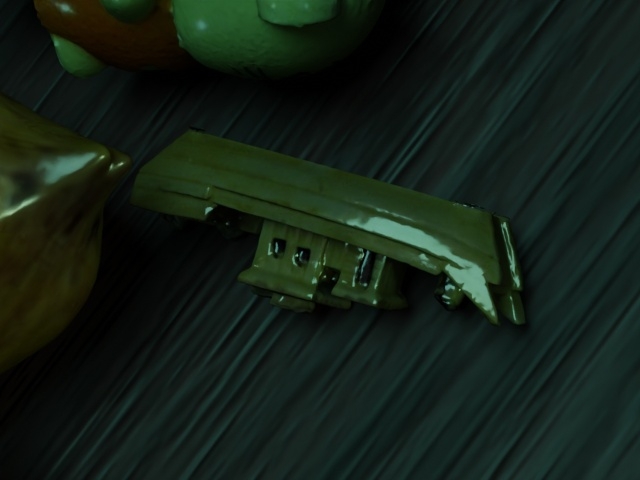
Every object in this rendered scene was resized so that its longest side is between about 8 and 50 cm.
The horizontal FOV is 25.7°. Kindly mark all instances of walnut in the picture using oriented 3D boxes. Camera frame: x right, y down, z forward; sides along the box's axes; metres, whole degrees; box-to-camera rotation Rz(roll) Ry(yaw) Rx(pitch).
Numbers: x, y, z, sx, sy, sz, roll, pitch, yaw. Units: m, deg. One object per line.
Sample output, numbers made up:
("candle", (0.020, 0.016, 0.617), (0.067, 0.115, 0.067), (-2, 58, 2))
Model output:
("walnut", (-0.237, 0.005, 0.687), (0.336, 0.209, 0.209), (-13, 64, 21))

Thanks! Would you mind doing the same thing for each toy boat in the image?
("toy boat", (0.000, 0.000, 0.659), (0.206, 0.064, 0.072), (18, 92, 30))

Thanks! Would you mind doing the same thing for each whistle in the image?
("whistle", (-0.081, -0.138, 0.720), (0.288, 0.131, 0.106), (7, 114, 26))
